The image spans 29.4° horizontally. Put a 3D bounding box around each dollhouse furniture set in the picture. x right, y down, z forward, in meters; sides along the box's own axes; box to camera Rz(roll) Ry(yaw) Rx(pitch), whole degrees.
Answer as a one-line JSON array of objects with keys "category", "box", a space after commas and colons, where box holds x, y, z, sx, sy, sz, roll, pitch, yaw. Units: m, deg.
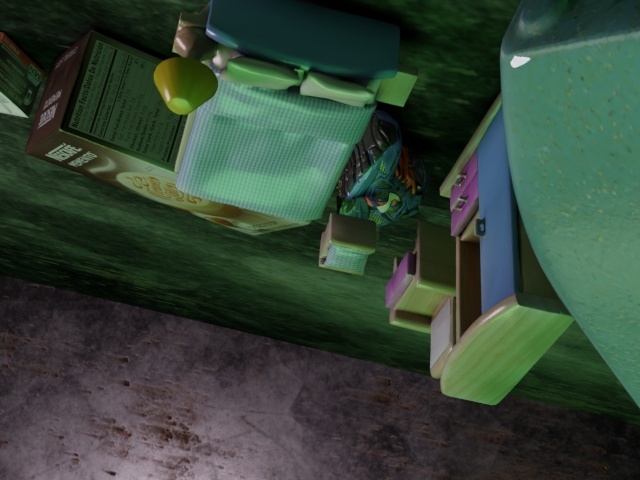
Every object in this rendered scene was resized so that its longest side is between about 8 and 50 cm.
[{"category": "dollhouse furniture set", "box": [0.000, 0.000, 0.924, 0.303, 0.198, 0.286, 13, 144, -11]}]

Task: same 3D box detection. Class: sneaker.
[{"category": "sneaker", "box": [0.058, -0.067, 1.109, 0.087, 0.083, 0.221, -4, 168, -2]}]

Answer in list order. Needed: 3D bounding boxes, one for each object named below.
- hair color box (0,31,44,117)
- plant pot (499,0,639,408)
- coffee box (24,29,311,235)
[{"category": "hair color box", "box": [-0.364, -0.171, 1.171, 0.167, 0.053, 0.093, 13, 166, 16]}, {"category": "plant pot", "box": [0.225, -0.069, 0.531, 0.252, 0.247, 0.248, 42, 155, -31]}, {"category": "coffee box", "box": [-0.132, -0.092, 1.133, 0.246, 0.098, 0.141, 20, 166, -23]}]
